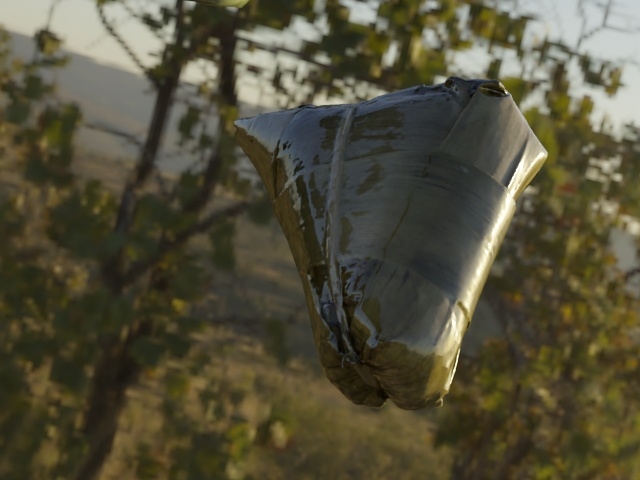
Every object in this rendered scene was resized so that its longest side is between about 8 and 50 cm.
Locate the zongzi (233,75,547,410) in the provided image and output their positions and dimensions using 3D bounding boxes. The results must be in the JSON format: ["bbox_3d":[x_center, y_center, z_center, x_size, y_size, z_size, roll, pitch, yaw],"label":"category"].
[{"bbox_3d":[0.000,0.000,0.692,0.176,0.160,0.078,1,-41,34],"label":"zongzi"}]

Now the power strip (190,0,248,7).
[{"bbox_3d":[-0.059,-0.186,0.330,0.140,0.224,0.139,11,33,-7],"label":"power strip"}]
